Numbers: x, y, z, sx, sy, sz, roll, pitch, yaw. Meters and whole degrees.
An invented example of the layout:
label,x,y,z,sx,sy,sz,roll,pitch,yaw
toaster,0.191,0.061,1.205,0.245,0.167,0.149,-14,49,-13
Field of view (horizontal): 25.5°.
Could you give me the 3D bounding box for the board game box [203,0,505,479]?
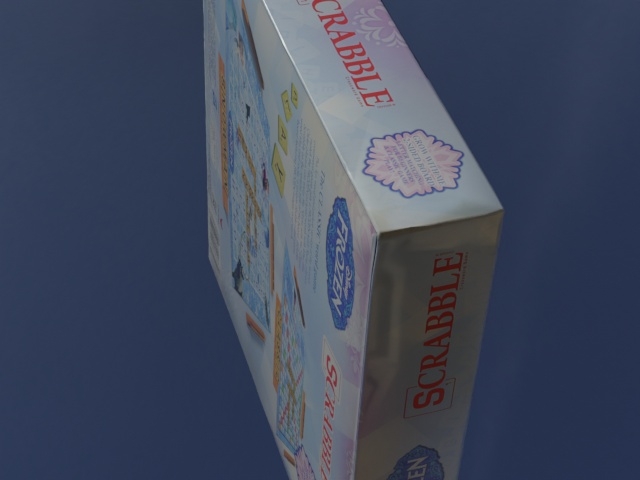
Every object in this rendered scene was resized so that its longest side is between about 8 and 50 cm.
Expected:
label,x,y,z,sx,sy,sz,roll,pitch,yaw
board game box,0.000,0.000,0.822,0.066,0.318,0.319,-11,-44,-14
